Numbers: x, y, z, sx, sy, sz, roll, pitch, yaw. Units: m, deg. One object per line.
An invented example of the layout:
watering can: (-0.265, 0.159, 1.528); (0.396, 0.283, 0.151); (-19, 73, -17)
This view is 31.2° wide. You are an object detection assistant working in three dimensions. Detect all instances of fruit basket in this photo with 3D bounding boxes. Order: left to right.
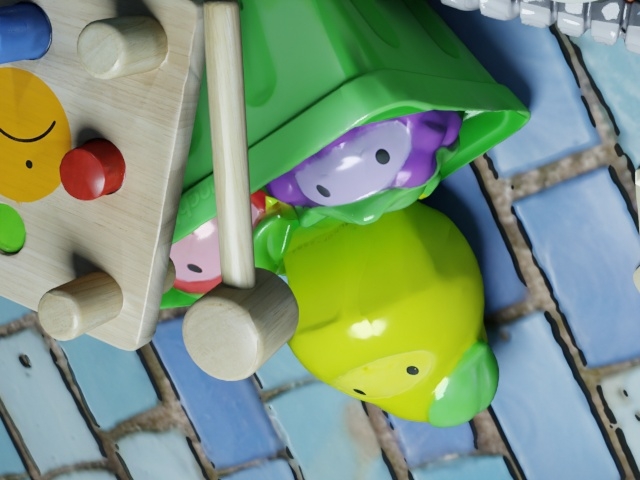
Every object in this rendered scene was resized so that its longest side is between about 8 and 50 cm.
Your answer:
fruit basket: (0.000, 0.000, 0.944); (0.392, 0.283, 0.392); (2, 94, 34)

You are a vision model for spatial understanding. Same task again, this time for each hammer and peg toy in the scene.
hammer and peg toy: (-0.157, -0.066, 0.784); (0.361, 0.127, 0.266); (20, 112, 20)

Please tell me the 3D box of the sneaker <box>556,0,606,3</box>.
sneaker: (0.057, -0.293, 0.686); (0.410, 0.182, 0.158); (35, 110, -2)

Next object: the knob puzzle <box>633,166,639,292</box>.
knob puzzle: (0.343, 0.031, 0.903); (0.213, 0.030, 0.213); (9, 112, 23)

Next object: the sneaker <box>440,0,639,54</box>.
sneaker: (0.178, -0.250, 0.841); (0.321, 0.124, 0.180); (16, 111, 9)
